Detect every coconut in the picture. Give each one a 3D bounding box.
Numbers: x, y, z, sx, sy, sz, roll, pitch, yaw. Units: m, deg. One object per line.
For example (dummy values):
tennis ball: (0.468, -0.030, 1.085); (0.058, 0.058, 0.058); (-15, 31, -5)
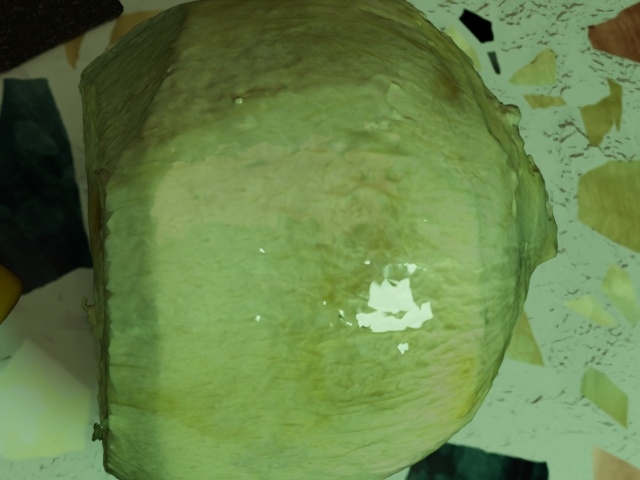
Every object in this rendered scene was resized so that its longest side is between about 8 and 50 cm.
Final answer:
coconut: (0.000, 0.000, 0.845); (0.404, 0.404, 0.404); (5, 69, -13)

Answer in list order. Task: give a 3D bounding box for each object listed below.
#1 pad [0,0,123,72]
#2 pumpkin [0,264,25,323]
pad: (-0.380, -0.231, 1.031); (0.330, 0.004, 0.220); (-31, 81, -22)
pumpkin: (-0.403, 0.085, 0.786); (0.290, 0.095, 0.258); (5, 22, 16)
